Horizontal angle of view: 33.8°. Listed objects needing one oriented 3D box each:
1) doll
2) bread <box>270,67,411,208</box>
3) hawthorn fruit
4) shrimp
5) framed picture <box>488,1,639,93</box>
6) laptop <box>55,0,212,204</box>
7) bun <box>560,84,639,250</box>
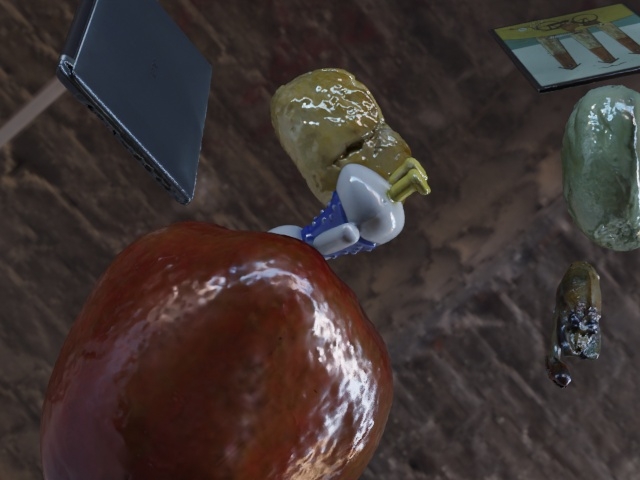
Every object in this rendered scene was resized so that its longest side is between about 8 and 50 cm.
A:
[{"bbox_3d":[0.000,0.000,1.254,0.119,0.293,0.138,54,14,-15],"label":"doll"},{"bbox_3d":[0.038,-0.133,1.436,0.244,0.134,0.244,49,12,-14],"label":"bread"},{"bbox_3d":[-0.093,0.125,0.904,0.295,0.311,0.295,32,-44,38],"label":"hawthorn fruit"},{"bbox_3d":[0.326,0.121,1.394,0.058,0.173,0.253,16,27,6],"label":"shrimp"},{"bbox_3d":[0.423,-0.314,1.686,0.324,0.244,0.013,-101,179,-63],"label":"framed picture"},{"bbox_3d":[-0.123,-0.119,0.733,0.129,0.016,0.180,50,25,-32],"label":"laptop"},{"bbox_3d":[0.381,-0.092,1.406,0.221,0.108,0.221,-4,90,-69],"label":"bun"}]
